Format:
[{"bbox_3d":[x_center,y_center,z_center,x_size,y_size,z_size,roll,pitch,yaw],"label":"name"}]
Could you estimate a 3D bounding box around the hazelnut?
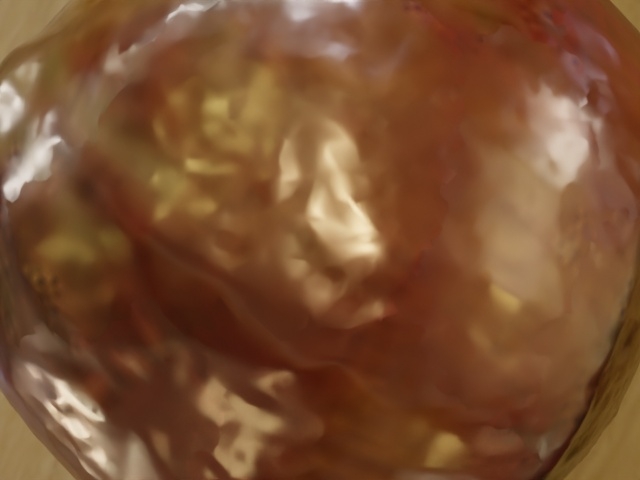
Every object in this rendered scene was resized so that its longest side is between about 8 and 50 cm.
[{"bbox_3d":[0.000,0.000,1.112,0.421,0.352,0.421,-9,140,-7],"label":"hazelnut"}]
